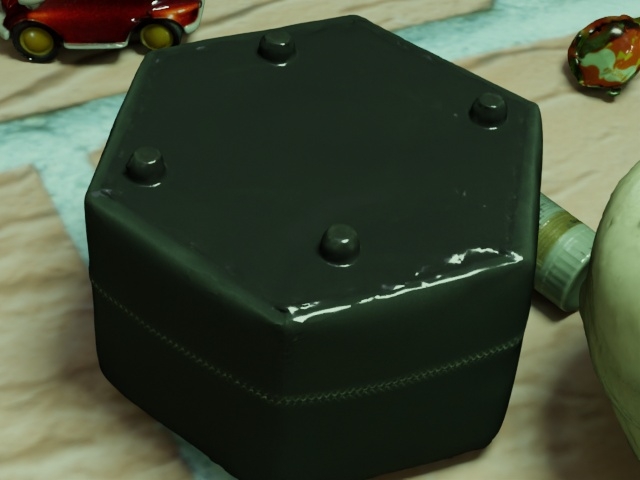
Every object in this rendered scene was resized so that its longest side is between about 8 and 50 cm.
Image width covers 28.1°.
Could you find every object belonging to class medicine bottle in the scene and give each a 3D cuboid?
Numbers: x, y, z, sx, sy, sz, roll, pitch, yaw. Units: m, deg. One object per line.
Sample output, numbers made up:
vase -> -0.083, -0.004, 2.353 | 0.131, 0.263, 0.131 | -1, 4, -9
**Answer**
medicine bottle -> 0.119, -0.002, 0.711 | 0.047, 0.047, 0.083 | -29, 53, -31

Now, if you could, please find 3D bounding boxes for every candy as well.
candy -> 0.242, -0.162, 0.832 | 0.185, 0.049, 0.055 | -37, 44, 13

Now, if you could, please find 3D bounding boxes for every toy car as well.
toy car -> -0.145, -0.189, 0.836 | 0.139, 0.112, 0.112 | 3, 43, -1

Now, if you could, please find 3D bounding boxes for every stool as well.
stool -> 0.000, 0.000, 0.628 | 0.232, 0.141, 0.232 | 3, 44, -3

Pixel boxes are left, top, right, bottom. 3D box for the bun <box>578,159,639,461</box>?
bun -> 0.216, 0.052, 0.599 | 0.231, 0.133, 0.231 | 15, 53, -21
